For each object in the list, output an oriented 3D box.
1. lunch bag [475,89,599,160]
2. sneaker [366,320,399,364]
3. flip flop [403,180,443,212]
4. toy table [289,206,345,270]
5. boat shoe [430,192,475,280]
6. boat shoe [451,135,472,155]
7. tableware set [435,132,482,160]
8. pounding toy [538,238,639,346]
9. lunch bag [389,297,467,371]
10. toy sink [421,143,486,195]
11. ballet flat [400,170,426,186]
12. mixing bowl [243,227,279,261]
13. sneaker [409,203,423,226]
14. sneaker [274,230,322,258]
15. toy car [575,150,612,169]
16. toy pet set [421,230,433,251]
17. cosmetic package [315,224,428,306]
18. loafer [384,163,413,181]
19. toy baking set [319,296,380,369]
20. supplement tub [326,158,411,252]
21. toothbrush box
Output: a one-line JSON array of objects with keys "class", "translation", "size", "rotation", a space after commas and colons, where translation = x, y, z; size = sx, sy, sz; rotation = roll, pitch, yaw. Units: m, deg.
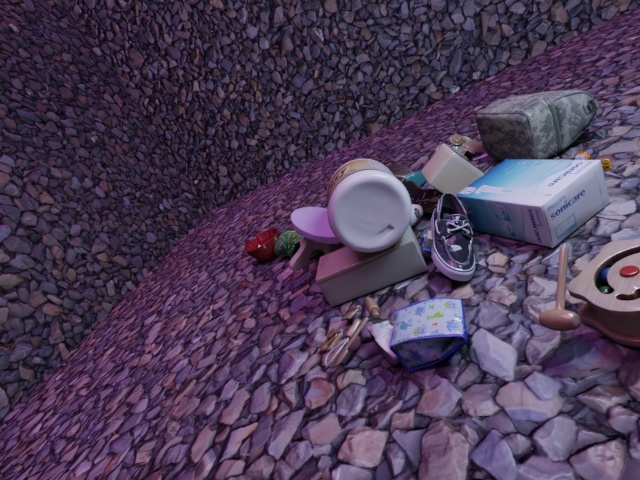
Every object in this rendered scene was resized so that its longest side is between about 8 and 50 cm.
[{"class": "lunch bag", "translation": [0.747, -0.415, 1.408], "size": [0.256, 0.212, 0.305], "rotation": [-32, 22, -4]}, {"class": "sneaker", "translation": [0.156, 0.228, 0.934], "size": [0.061, 0.054, 0.152], "rotation": [-28, 20, -2]}, {"class": "flip flop", "translation": [0.368, -0.148, 1.479], "size": [0.112, 0.080, 0.277], "rotation": [-59, 28, 0]}, {"class": "toy table", "translation": [0.000, 0.000, 1.422], "size": [0.252, 0.161, 0.274], "rotation": [-13, 30, -18]}, {"class": "boat shoe", "translation": [0.361, -0.022, 1.089], "size": [0.108, 0.102, 0.301], "rotation": [7, 40, 5]}, {"class": "boat shoe", "translation": [0.554, -0.345, 1.726], "size": [0.233, 0.084, 0.079], "rotation": [-41, -16, -10]}, {"class": "tableware set", "translation": [0.576, -0.380, 1.679], "size": [0.168, 0.020, 0.141], "rotation": [-43, 65, -14]}, {"class": "pounding toy", "translation": [0.513, 0.068, 0.685], "size": [0.269, 0.155, 0.154], "rotation": [-37, 17, -19]}, {"class": "lunch bag", "translation": [0.235, 0.191, 0.856], "size": [0.151, 0.096, 0.129], "rotation": [-30, 18, 27]}, {"class": "toy sink", "translation": [0.470, -0.191, 1.337], "size": [0.131, 0.234, 0.153], "rotation": [-54, 13, 23]}, {"class": "ballet flat", "translation": [0.353, -0.232, 1.708], "size": [0.213, 0.072, 0.068], "rotation": [-34, 17, -8]}, {"class": "mixing bowl", "translation": [-0.248, 0.033, 1.849], "size": [0.181, 0.098, 0.181], "rotation": [-27, 21, 11]}, {"class": "sneaker", "translation": [0.228, -0.068, 1.467], "size": [0.146, 0.122, 0.330], "rotation": [-23, 12, -38]}, {"class": "sneaker", "translation": [-0.101, 0.026, 1.657], "size": [0.295, 0.109, 0.123], "rotation": [-8, 26, 44]}, {"class": "toy car", "translation": [0.800, -0.239, 1.177], "size": [0.060, 0.040, 0.122], "rotation": [-31, 22, -14]}, {"class": "toy pet set", "translation": [0.356, 0.022, 1.168], "size": [0.114, 0.065, 0.122], "rotation": [11, 40, 10]}, {"class": "cosmetic package", "translation": [0.150, 0.070, 1.224], "size": [0.309, 0.113, 0.160], "rotation": [-25, 20, 15]}, {"class": "loafer", "translation": [0.311, -0.297, 1.891], "size": [0.268, 0.092, 0.102], "rotation": [11, 47, 37]}, {"class": "toy baking set", "translation": [0.076, 0.228, 1.000], "size": [0.197, 0.030, 0.256], "rotation": [-47, 5, -1]}, {"class": "supplement tub", "translation": [0.132, -0.118, 1.203], "size": [0.228, 0.228, 0.316], "rotation": [-26, 17, 9]}, {"class": "toothbrush box", "translation": [0.557, -0.114, 1.089], "size": [0.216, 0.126, 0.295], "rotation": [-34, 20, -13]}]
